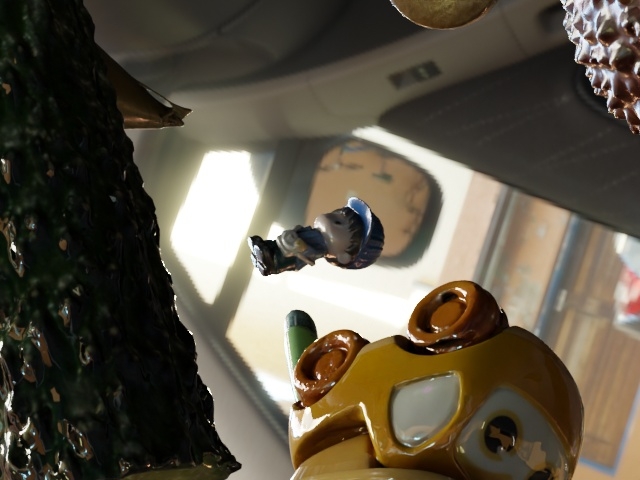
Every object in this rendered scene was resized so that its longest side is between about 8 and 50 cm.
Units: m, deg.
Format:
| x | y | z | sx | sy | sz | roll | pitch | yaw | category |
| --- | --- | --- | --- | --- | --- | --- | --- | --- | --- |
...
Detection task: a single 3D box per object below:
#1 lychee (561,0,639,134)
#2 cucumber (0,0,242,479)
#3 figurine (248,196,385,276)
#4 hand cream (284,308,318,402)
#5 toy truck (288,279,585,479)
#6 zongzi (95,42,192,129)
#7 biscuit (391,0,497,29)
| x | y | z | sx | sy | sz | roll | pitch | yaw | category |
| --- | --- | --- | --- | --- | --- | --- | --- | --- | --- |
| 0.385 | -0.243 | 1.090 | 0.306 | 0.330 | 0.306 | -10 | -162 | 3 | lychee |
| -0.131 | -0.060 | 0.444 | 0.096 | 0.359 | 0.096 | -19 | 161 | -7 | cucumber |
| 0.001 | 0.008 | 1.114 | 0.136 | 0.079 | 0.077 | -25 | -151 | -11 | figurine |
| -0.017 | 0.169 | 1.440 | 0.046 | 0.175 | 0.095 | -19 | 136 | 8 | hand cream |
| 0.087 | 0.189 | 0.973 | 0.288 | 0.211 | 0.204 | -22 | 122 | 27 | toy truck |
| -0.253 | -0.179 | 1.011 | 0.289 | 0.122 | 0.260 | 17 | 167 | -8 | zongzi |
| 0.099 | -0.326 | 1.136 | 0.236 | 0.180 | 0.039 | 54 | -149 | 4 | biscuit |
